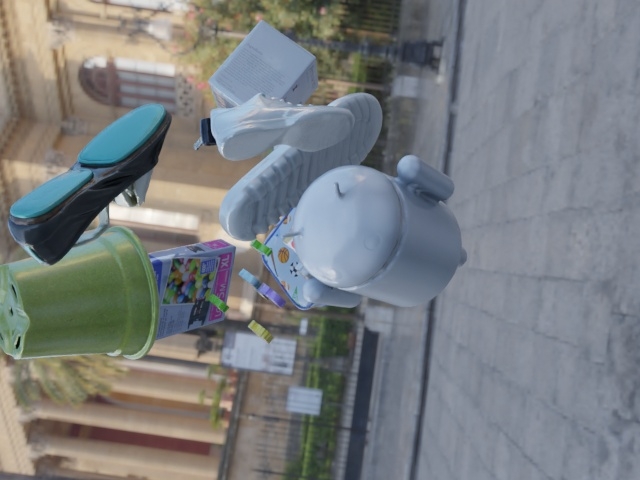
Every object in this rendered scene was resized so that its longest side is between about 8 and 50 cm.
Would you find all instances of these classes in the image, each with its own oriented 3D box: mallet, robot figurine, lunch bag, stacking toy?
[{"bbox_3d":[-0.271,-0.244,2.028,0.190,0.039,0.062,-174,80,-71],"label":"mallet"},{"bbox_3d":[0.094,-0.004,1.445,0.300,0.353,0.200,-54,49,14],"label":"robot figurine"},{"bbox_3d":[0.000,0.000,2.109,0.115,0.243,0.303,-2,-41,-51],"label":"lunch bag"},{"bbox_3d":[-0.123,0.095,1.788,0.167,0.221,0.052,-51,-45,-10],"label":"stacking toy"}]

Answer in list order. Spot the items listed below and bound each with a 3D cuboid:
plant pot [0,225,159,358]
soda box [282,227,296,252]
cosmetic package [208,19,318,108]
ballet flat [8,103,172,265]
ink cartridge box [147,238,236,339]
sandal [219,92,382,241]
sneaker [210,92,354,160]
[{"bbox_3d":[-0.494,0.121,1.724,0.276,0.254,0.276,14,108,50],"label":"plant pot"},{"bbox_3d":[0.011,-0.052,1.697,0.074,0.069,0.216,-47,4,39],"label":"soda box"},{"bbox_3d":[-0.118,-0.337,1.888,0.183,0.151,0.151,-51,-10,-10],"label":"cosmetic package"},{"bbox_3d":[-0.280,-0.068,1.109,0.280,0.095,0.096,-49,-42,-40],"label":"ballet flat"},{"bbox_3d":[-0.315,0.110,1.865,0.311,0.065,0.185,-11,-62,-49],"label":"ink cartridge box"},{"bbox_3d":[-0.042,-0.159,1.600,0.416,0.102,0.169,-38,-35,-33],"label":"sandal"},{"bbox_3d":[-0.056,-0.180,1.273,0.080,0.212,0.094,107,146,-47],"label":"sneaker"}]
